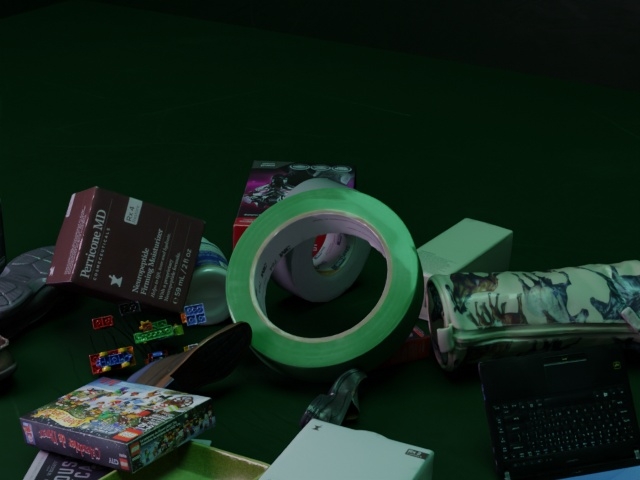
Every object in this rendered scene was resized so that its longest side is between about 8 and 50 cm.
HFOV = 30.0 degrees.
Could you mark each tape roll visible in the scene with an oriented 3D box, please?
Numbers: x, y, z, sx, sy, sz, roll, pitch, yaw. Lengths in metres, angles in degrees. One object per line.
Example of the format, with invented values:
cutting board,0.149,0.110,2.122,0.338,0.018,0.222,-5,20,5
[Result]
tape roll,0.000,0.000,2.166,0.072,0.219,0.219,22,31,39
tape roll,0.007,0.071,1.954,0.321,0.077,0.321,-6,61,11

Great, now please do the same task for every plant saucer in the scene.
plant saucer,-0.185,0.328,1.534,0.188,0.045,0.188,9,23,38

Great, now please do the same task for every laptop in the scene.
laptop,0.371,0.277,1.663,0.234,0.264,0.136,-5,-12,-16

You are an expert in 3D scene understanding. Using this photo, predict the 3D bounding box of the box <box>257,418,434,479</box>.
box,0.030,0.338,1.531,0.180,0.119,0.182,12,26,23

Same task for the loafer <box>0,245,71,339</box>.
loafer,-0.514,0.094,2.095,0.109,0.095,0.302,20,25,14

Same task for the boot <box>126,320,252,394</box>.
boot,-0.211,0.189,1.861,0.219,0.082,0.106,-39,35,-29

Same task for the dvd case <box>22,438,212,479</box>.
dvd case,-0.283,0.326,1.654,0.238,0.030,0.179,4,24,5

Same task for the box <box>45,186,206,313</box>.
box,-0.332,0.022,2.031,0.203,0.169,0.167,18,-11,-25

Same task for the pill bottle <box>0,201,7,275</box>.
pill bottle,-0.631,-0.012,2.128,0.130,0.246,0.130,2,24,-1

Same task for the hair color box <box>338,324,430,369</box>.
hair color box,0.105,0.176,1.992,0.141,0.043,0.072,-12,28,-25

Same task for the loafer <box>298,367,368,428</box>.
loafer,0.033,0.252,1.816,0.061,0.062,0.170,34,38,14

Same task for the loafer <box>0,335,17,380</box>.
loafer,-0.636,0.140,1.928,0.365,0.130,0.133,18,29,32

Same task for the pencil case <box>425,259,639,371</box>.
pencil case,0.369,0.124,1.980,0.410,0.160,0.183,-4,10,-11

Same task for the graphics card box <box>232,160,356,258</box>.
graphics card box,-0.045,-0.059,2.453,0.232,0.094,0.371,3,23,3

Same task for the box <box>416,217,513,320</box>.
box,0.246,0.052,2.217,0.113,0.094,0.275,18,29,32

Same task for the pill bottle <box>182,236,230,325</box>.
pill bottle,-0.216,0.064,2.143,0.112,0.112,0.187,-5,24,-15

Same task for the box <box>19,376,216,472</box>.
box,-0.284,0.253,1.668,0.233,0.044,0.159,4,19,40

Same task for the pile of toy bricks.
pile of toy bricks,-0.274,0.158,1.966,0.212,0.118,0.105,-11,-7,-6
